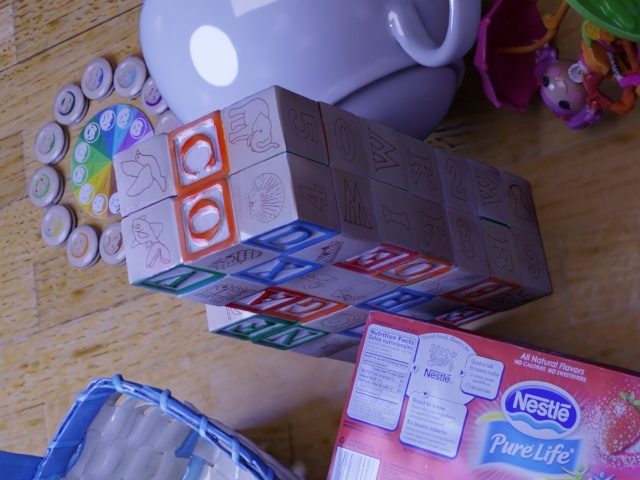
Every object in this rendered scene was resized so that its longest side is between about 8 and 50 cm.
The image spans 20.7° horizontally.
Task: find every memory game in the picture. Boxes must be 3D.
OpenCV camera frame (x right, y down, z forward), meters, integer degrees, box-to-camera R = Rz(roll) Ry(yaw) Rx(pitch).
[{"bbox_3d":[-0.179,-0.067,1.473,0.186,0.012,0.186,-9,74,35],"label":"memory game"}]

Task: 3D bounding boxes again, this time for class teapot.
[{"bbox_3d":[0.012,-0.127,1.207,0.252,0.256,0.187,-34,73,13],"label":"teapot"}]

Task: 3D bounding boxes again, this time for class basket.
[{"bbox_3d":[-0.122,0.210,1.192,0.254,0.289,0.201,29,93,41],"label":"basket"}]

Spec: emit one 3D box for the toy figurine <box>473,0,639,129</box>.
[{"bbox_3d":[0.173,-0.130,1.153,0.173,0.130,0.159,51,145,6],"label":"toy figurine"}]

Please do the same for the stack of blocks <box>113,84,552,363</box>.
[{"bbox_3d":[0.000,0.000,1.141,0.171,0.297,0.087,-22,68,31],"label":"stack of blocks"}]

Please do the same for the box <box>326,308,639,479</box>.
[{"bbox_3d":[0.147,0.135,1.111,0.257,0.122,0.128,12,88,38],"label":"box"}]
